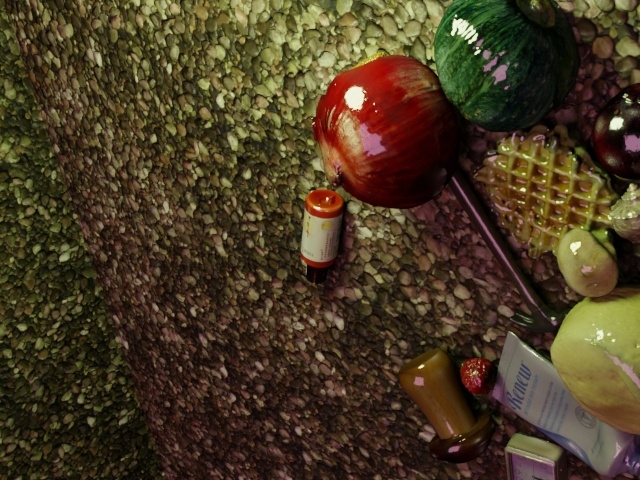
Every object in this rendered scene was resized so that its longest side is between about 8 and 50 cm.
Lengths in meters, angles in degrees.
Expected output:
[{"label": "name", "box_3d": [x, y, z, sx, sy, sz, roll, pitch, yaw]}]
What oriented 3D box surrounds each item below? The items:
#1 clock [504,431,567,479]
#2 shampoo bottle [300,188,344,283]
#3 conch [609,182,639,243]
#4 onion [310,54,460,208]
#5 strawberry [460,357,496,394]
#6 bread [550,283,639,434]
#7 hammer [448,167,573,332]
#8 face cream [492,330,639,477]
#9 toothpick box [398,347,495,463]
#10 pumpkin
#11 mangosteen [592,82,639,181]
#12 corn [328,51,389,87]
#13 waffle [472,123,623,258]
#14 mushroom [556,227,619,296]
[{"label": "clock", "box_3d": [0.573, 0.617, 2.053, 0.146, 0.071, 0.192, 10, 122, 37]}, {"label": "shampoo bottle", "box_3d": [0.000, 0.000, 2.135, 0.104, 0.104, 0.278, 28, 132, 26]}, {"label": "conch", "box_3d": [0.654, -0.040, 1.504, 0.155, 0.130, 0.207, -22, 119, 32]}, {"label": "onion", "box_3d": [0.159, -0.221, 1.695, 0.341, 0.341, 0.342, 22, 130, 30]}, {"label": "strawberry", "box_3d": [0.405, 0.349, 2.007, 0.106, 0.106, 0.106, 22, 130, 30]}, {"label": "bread", "box_3d": [0.659, 0.250, 1.624, 0.320, 0.237, 0.321, 38, 149, 28]}, {"label": "hammer", "box_3d": [0.423, 0.023, 1.807, 0.440, 0.044, 0.168, 58, 147, -2]}, {"label": "face cream", "box_3d": [0.606, 0.414, 1.883, 0.420, 0.137, 0.235, 35, 138, 36]}, {"label": "toothpick box", "box_3d": [0.336, 0.448, 2.075, 0.192, 0.192, 0.295, -29, 90, 48]}, {"label": "pumpkin", "box_3d": [0.340, -0.351, 1.533, 0.293, 0.197, 0.263, 54, 141, 3]}, {"label": "mangosteen", "box_3d": [0.603, -0.182, 1.427, 0.194, 0.194, 0.231, 12, 148, 37]}, {"label": "corn", "box_3d": [0.092, -0.378, 1.831, 0.207, 0.068, 0.068, -23, 100, 46]}, {"label": "waffle", "box_3d": [0.487, -0.102, 1.657, 0.317, 0.073, 0.297, 51, 144, -8]}, {"label": "mushroom", "box_3d": [0.551, 0.046, 1.598, 0.112, 0.148, 0.148, -18, 109, 2]}]
